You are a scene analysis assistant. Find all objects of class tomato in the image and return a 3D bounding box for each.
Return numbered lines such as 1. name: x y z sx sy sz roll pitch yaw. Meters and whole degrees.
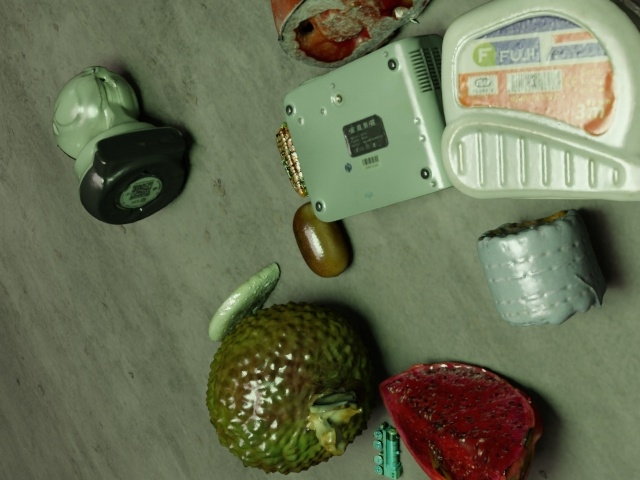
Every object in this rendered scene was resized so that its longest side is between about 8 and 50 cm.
1. tomato: 0.030 -0.347 1.072 0.214 0.180 0.155 -28 67 37

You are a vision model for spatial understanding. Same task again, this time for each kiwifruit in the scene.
1. kiwifruit: 0.000 0.000 1.271 0.075 0.075 0.125 -21 94 45

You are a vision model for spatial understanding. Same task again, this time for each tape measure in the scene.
1. tape measure: 0.269 -0.154 0.927 0.258 0.130 0.265 4 102 40

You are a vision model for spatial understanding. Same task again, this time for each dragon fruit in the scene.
1. dragon fruit: 0.215 0.290 1.145 0.262 0.134 0.212 32 138 50

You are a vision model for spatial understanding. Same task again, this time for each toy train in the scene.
1. toy train: 0.107 0.338 1.320 0.045 0.029 0.092 9 110 33

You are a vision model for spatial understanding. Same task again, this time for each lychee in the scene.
1. lychee: -0.043 0.221 1.258 0.319 0.270 0.270 10 111 33

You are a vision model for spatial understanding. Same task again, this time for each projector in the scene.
1. projector: 0.076 -0.146 1.120 0.250 0.108 0.198 -14 94 45

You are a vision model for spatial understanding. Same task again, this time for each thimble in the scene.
1. thimble: 0.261 0.033 0.978 0.127 0.151 0.118 -16 93 33

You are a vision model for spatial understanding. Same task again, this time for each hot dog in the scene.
1. hot dog: -0.041 -0.126 1.289 0.049 0.037 0.122 -19 90 48

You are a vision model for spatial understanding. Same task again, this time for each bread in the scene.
1. bread: -0.140 0.125 1.418 0.036 0.112 0.193 45 131 17

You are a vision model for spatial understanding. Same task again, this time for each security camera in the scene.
1. security camera: -0.384 -0.184 1.494 0.277 0.197 0.191 56 143 22
